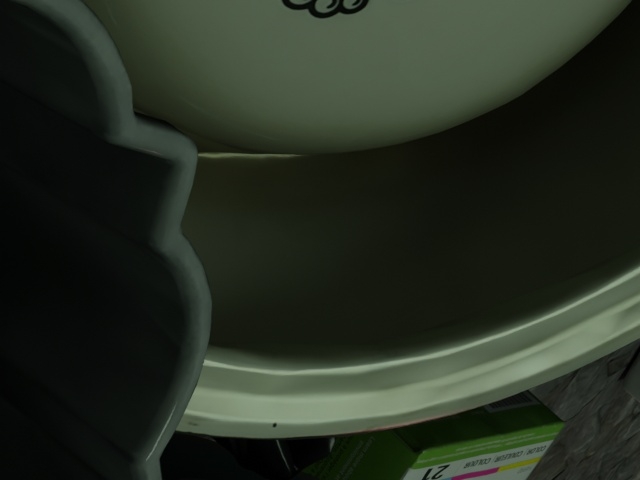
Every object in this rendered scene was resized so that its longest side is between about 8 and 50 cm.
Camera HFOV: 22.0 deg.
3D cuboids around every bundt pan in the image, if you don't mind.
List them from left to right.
[{"bbox_3d":[-0.188,0.049,0.363,0.331,0.124,0.331,-33,145,-27],"label":"bundt pan"}]

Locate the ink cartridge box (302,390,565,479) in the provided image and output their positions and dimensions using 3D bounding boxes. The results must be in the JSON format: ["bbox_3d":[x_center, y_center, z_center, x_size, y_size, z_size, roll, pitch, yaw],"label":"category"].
[{"bbox_3d":[0.027,0.199,1.131,0.189,0.097,0.255,-1,127,-53],"label":"ink cartridge box"}]

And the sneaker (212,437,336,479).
[{"bbox_3d":[0.000,0.000,0.809,0.107,0.124,0.283,-23,143,-38],"label":"sneaker"}]

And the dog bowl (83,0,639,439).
[{"bbox_3d":[0.028,-0.125,0.547,0.408,0.150,0.408,-14,136,-14],"label":"dog bowl"}]

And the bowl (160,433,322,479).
[{"bbox_3d":[-0.064,0.200,0.850,0.311,0.311,0.163,15,94,-59],"label":"bowl"}]

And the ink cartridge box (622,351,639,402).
[{"bbox_3d":[0.413,0.078,1.423,0.168,0.171,0.232,-12,137,-47],"label":"ink cartridge box"}]
